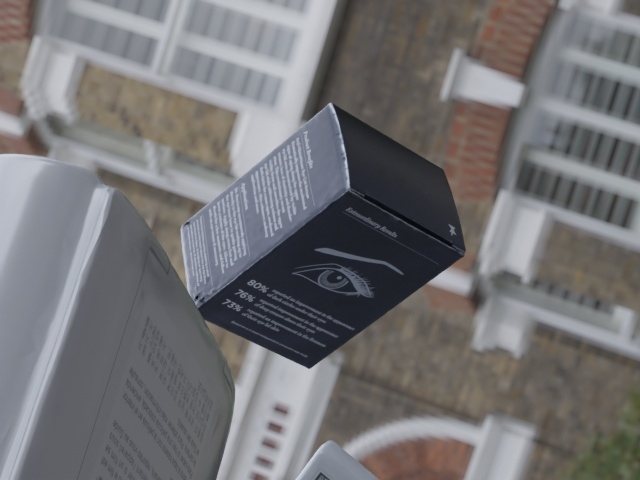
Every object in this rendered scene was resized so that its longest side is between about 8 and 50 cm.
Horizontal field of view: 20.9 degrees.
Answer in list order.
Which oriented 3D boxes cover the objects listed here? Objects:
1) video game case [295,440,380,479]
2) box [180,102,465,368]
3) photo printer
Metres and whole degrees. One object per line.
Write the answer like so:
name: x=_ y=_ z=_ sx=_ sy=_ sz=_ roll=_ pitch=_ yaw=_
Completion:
video game case: x=0.024 y=0.268 z=1.235 sx=0.201 sy=0.183 sz=0.023 roll=-55 pitch=-10 yaw=29
box: x=0.000 y=0.000 z=1.549 sx=0.207 sy=0.153 sz=0.108 roll=-37 pitch=43 yaw=27
photo printer: x=-0.144 y=0.152 z=0.833 sx=0.256 sy=0.107 sz=0.307 roll=67 pitch=-147 yaw=-58
